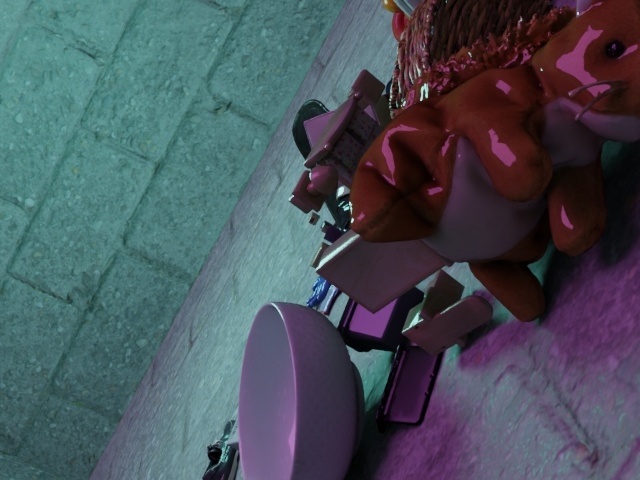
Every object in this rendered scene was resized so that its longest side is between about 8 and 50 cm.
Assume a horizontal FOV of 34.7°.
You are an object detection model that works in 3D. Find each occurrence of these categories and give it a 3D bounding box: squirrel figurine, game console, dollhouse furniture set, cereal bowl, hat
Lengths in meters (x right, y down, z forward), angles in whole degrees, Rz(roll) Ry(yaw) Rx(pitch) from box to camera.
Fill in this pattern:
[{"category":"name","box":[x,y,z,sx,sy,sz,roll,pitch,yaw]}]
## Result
[{"category":"squirrel figurine","box":[0.251,-0.165,1.213,0.370,0.281,0.397,-48,22,30]},{"category":"game console","box":[0.130,0.218,1.483,0.107,0.071,0.122,76,-148,-61]},{"category":"dollhouse furniture set","box":[0.000,0.000,2.285,0.114,0.091,0.081,-62,-2,19]},{"category":"cereal bowl","box":[-0.023,0.266,1.598,0.339,0.141,0.338,-175,90,-72]},{"category":"dollhouse furniture set","box":[0.149,-0.076,1.435,0.174,0.303,0.355,-39,19,47]},{"category":"hat","box":[0.076,-0.164,2.066,0.134,0.331,0.331,-29,4,-16]}]

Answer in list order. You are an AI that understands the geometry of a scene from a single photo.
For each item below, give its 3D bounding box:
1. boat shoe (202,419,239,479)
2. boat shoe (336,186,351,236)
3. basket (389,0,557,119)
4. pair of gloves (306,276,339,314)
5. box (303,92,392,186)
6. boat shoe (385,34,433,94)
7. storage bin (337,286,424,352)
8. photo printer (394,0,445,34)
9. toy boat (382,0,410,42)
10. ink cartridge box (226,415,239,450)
[{"category":"boat shoe","box":[-0.215,0.459,2.235,0.075,0.065,0.206,-56,15,29]},{"category":"boat shoe","box":[0.135,-0.044,1.694,0.340,0.127,0.113,-5,74,52]},{"category":"basket","box":[0.213,-0.276,1.666,0.223,0.214,0.299,-37,29,61]},{"category":"pair of gloves","box":[0.023,0.078,2.143,0.159,0.023,0.198,-64,12,-2]},{"category":"box","box":[0.105,-0.186,1.781,0.149,0.126,0.232,-15,6,36]},{"category":"boat shoe","box":[0.199,-0.308,2.034,0.340,0.127,0.158,-72,7,-63]},{"category":"storage bin","box":[0.105,0.118,1.630,0.091,0.098,0.135,10,71,48]},{"category":"photo printer","box":[0.250,-0.554,1.987,0.107,0.256,0.307,4,67,54]},{"category":"toy boat","box":[0.207,-0.518,2.293,0.151,0.151,0.231,-62,13,4]},{"category":"ink cartridge box","box":[-0.086,0.290,2.077,0.239,0.060,0.275,-32,33,64]}]
